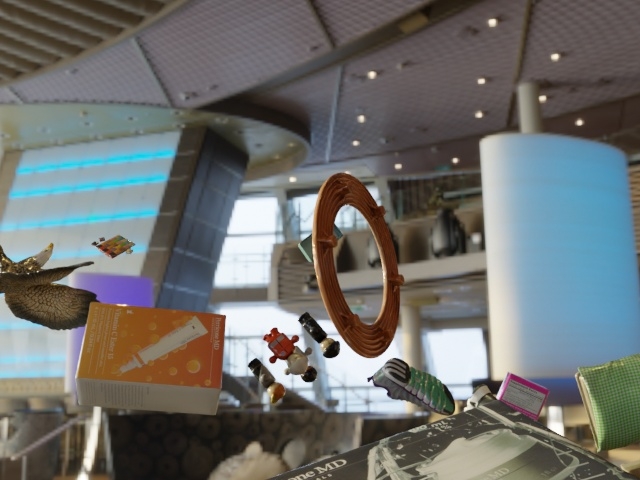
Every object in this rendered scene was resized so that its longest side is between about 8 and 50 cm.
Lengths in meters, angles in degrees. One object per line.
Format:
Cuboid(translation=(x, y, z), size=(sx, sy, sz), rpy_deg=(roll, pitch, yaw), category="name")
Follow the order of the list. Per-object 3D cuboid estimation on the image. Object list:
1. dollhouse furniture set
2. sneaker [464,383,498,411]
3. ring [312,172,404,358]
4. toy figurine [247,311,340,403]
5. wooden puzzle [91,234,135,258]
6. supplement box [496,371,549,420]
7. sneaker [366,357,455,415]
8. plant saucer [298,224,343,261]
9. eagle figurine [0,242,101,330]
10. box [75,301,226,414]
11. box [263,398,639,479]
Cuboid(translation=(0.592, 0.346, 1.379), size=(0.198, 0.301, 0.151), rpy_deg=(-17, 0, -1), category="dollhouse furniture set")
Cuboid(translation=(0.342, 0.436, 1.744), size=(0.078, 0.234, 0.106), rpy_deg=(-3, 29, -46), category="sneaker")
Cuboid(translation=(0.079, 0.041, 1.433), size=(0.032, 0.336, 0.337), rpy_deg=(-13, -15, 27), category="ring")
Cuboid(translation=(-0.071, 0.323, 2.194), size=(0.213, 0.148, 0.209), rpy_deg=(-20, -31, -48), category="toy figurine")
Cuboid(translation=(-0.352, 0.010, 1.378), size=(0.083, 0.006, 0.049), rpy_deg=(25, 43, 37), category="wooden puzzle")
Cuboid(translation=(0.501, 0.465, 2.101), size=(0.114, 0.220, 0.111), rpy_deg=(25, -3, 12), category="supplement box")
Cuboid(translation=(0.221, 0.362, 1.938), size=(0.224, 0.083, 0.098), rpy_deg=(36, -49, -18), category="sneaker")
Cuboid(translation=(0.000, 0.000, 2.321), size=(0.018, 0.067, 0.192), rpy_deg=(-32, 4, 37), category="plant saucer")
Cuboid(translation=(-0.728, 0.101, 2.054), size=(0.298, 0.225, 0.226), rpy_deg=(26, 4, 15), category="eagle figurine")
Cuboid(translation=(-0.422, 0.301, 2.036), size=(0.346, 0.214, 0.168), rpy_deg=(6, -36, -10), category="box")
Cuboid(translation=(0.181, 0.467, 1.003), size=(0.480, 0.297, 0.472), rpy_deg=(-13, 12, -21), category="box")
